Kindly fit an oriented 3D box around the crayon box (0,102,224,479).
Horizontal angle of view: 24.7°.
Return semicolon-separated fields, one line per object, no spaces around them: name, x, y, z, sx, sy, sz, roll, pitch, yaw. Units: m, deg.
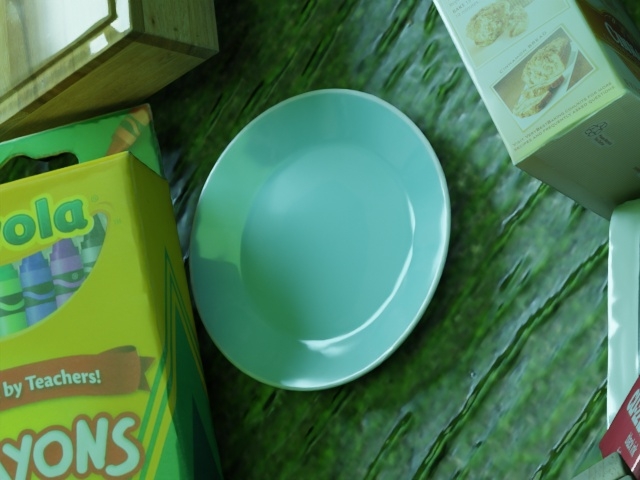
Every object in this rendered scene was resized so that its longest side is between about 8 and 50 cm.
crayon box;-0.181;0.077;0.909;0.202;0.081;0.318;-15;76;9

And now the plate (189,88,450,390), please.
plate;0.000;0.000;0.898;0.188;0.024;0.188;-8;74;30

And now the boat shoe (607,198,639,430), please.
boat shoe;0.187;0.079;0.727;0.070;0.078;0.219;-10;72;32

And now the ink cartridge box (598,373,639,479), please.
ink cartridge box;0.273;0.033;0.618;0.197;0.114;0.273;30;96;5

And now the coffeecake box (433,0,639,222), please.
coffeecake box;0.120;-0.115;0.775;0.068;0.142;0.185;-33;63;21

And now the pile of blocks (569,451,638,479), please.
pile of blocks;0.223;0.165;0.518;0.362;0.112;0.149;3;94;8

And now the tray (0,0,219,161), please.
tray;-0.181;-0.284;1.020;0.203;0.076;0.411;-25;66;43
